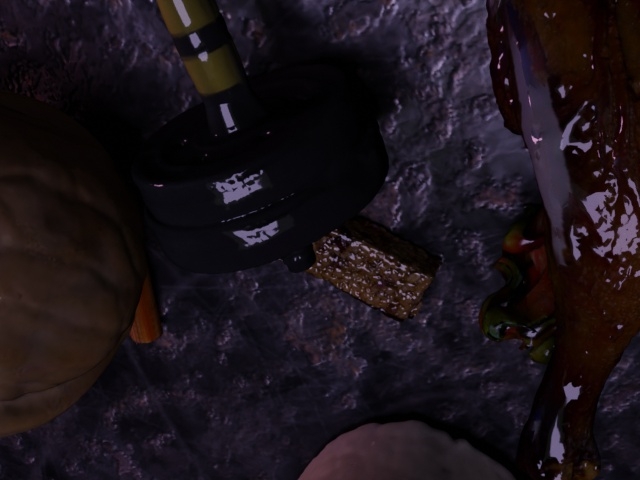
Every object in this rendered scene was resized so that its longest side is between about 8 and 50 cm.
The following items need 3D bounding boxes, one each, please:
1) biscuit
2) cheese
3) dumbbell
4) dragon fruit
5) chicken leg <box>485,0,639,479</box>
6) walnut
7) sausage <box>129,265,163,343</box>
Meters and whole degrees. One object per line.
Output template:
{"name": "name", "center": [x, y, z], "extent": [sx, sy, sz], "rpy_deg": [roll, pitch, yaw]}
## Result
{"name": "biscuit", "center": [0.000, 0.000, 0.975], "extent": [0.199, 0.034, 0.064], "rpy_deg": [26, 128, -1]}
{"name": "cheese", "center": [0.087, 0.333, 1.105], "extent": [0.292, 0.153, 0.332], "rpy_deg": [21, 129, 3]}
{"name": "dumbbell", "center": [-0.081, -0.140, 0.813], "extent": [0.185, 0.185, 0.388], "rpy_deg": [-10, 121, 24]}
{"name": "dragon fruit", "center": [0.195, 0.033, 0.897], "extent": [0.138, 0.175, 0.142], "rpy_deg": [47, 156, -4]}
{"name": "chicken leg", "center": [0.165, -0.021, 0.760], "extent": [0.158, 0.096, 0.407], "rpy_deg": [15, 112, 58]}
{"name": "walnut", "center": [-0.271, 0.015, 0.934], "extent": [0.285, 0.285, 0.296], "rpy_deg": [40, 148, -11]}
{"name": "sausage", "center": [-0.164, 0.041, 1.061], "extent": [0.031, 0.031, 0.107], "rpy_deg": [3, 125, 17]}
